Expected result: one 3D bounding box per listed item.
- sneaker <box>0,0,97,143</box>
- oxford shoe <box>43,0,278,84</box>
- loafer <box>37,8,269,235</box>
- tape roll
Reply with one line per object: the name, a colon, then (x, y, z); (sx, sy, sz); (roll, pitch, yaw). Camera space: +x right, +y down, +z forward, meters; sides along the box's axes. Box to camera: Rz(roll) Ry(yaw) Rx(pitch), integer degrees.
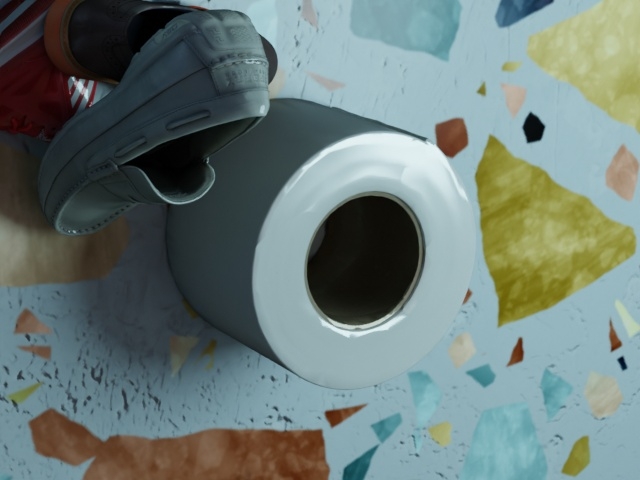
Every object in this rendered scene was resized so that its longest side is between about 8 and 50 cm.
sneaker: (-0.276, -0.104, 1.691); (0.221, 0.087, 0.128); (-42, 120, -14)
oxford shoe: (-0.116, -0.162, 1.739); (0.271, 0.098, 0.097); (1, 95, -52)
loafer: (-0.145, -0.074, 1.662); (0.112, 0.319, 0.111); (-9, 69, -36)
tape roll: (0.000, 0.000, 1.845); (0.246, 0.169, 0.246); (-9, 108, -30)
